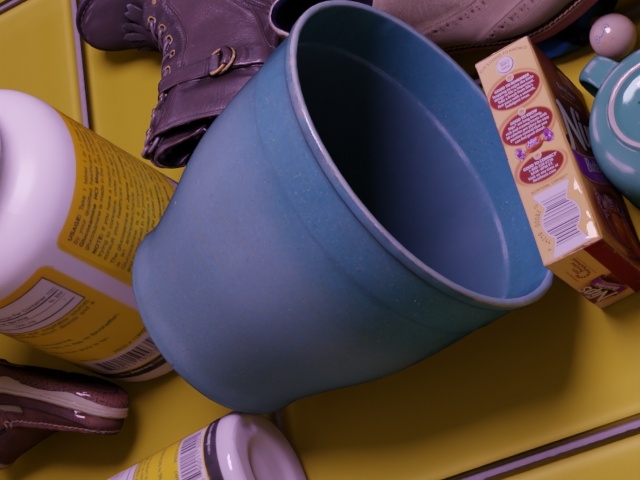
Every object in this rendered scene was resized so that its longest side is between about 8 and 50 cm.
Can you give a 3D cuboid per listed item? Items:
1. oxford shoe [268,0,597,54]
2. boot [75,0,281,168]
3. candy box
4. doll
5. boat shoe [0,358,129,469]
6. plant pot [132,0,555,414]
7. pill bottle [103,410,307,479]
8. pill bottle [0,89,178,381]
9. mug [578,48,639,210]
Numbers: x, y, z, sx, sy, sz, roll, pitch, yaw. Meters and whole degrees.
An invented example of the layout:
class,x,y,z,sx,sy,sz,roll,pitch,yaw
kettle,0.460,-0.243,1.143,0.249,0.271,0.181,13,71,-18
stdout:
class,x,y,z,sx,sy,sz,roll,pitch,yaw
oxford shoe,0.105,-0.213,1.279,0.348,0.130,0.123,-25,68,41
boot,-0.130,-0.160,1.448,0.263,0.091,0.229,-13,49,26
candy box,0.186,-0.052,1.221,0.053,0.109,0.186,-29,58,21
doll,0.192,-0.202,1.318,0.189,0.046,0.129,46,109,38
boat shoe,-0.274,0.161,1.453,0.257,0.095,0.095,7,88,41
plant pot,0.000,0.000,1.242,0.255,0.272,0.271,-40,53,32
pill bottle,-0.121,0.231,1.295,0.208,0.119,0.119,-29,57,20
pill bottle,-0.236,-0.011,1.335,0.188,0.334,0.188,-13,64,28
mug,0.255,-0.085,1.197,0.158,0.097,0.129,1,72,33
